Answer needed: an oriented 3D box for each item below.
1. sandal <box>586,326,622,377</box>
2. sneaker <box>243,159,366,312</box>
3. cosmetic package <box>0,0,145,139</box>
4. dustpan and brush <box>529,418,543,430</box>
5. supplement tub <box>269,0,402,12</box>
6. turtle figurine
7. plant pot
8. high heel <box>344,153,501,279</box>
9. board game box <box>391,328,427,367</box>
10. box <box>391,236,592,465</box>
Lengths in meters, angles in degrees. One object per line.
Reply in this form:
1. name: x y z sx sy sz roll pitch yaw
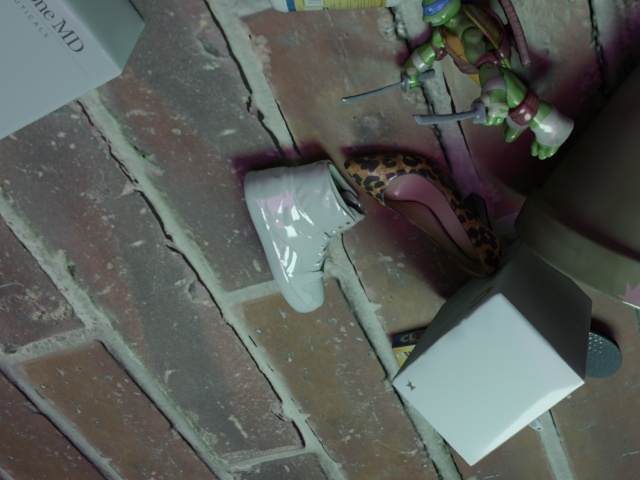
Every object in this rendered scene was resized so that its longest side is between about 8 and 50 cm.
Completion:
1. sandal: 0.459 0.176 1.417 0.254 0.054 0.097 28 123 -7
2. sneaker: 0.000 0.000 1.241 0.169 0.108 0.292 -10 128 14
3. cosmetic package: -0.495 -0.251 1.011 0.453 0.161 0.230 -23 126 19
4. dustpan and brush: 0.388 0.315 1.524 0.147 0.060 0.211 -34 121 26
5. supplement tub: 0.034 -0.356 0.915 0.200 0.144 0.144 -1 130 3
6. turtle figurine: 0.193 -0.191 1.022 0.266 0.274 0.198 33 158 -28
7. plant pot: 0.477 -0.082 1.055 0.323 0.323 0.280 14 114 -10
8. high heel: 0.158 -0.040 1.150 0.261 0.186 0.093 19 128 -14
9. board game box: 0.278 0.234 1.437 0.243 0.042 0.165 -12 120 21
10. box: 0.281 0.152 1.172 0.168 0.345 0.215 46 115 5
